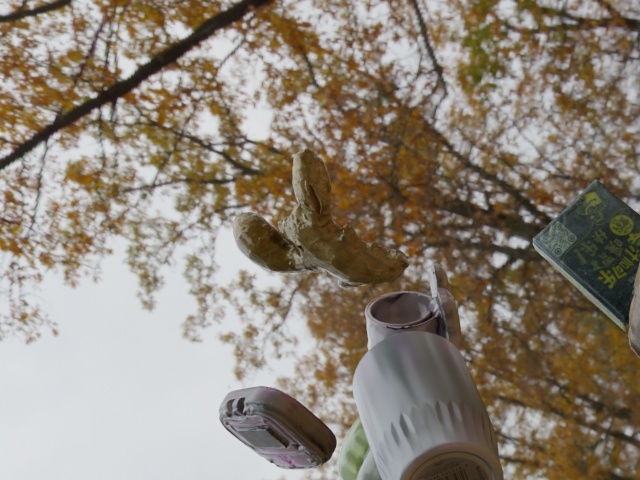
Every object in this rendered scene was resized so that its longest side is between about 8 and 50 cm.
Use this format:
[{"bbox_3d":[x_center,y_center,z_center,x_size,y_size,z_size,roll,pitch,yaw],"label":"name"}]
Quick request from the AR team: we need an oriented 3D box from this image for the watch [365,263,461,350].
[{"bbox_3d":[0.215,0.182,1.968,0.248,0.217,0.211,-95,0,-66],"label":"watch"}]

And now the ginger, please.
[{"bbox_3d":[-0.015,0.014,1.837,0.363,0.348,0.122,-41,2,36],"label":"ginger"}]

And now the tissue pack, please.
[{"bbox_3d":[0.577,0.027,1.633,0.185,0.257,0.081,-44,-29,2],"label":"tissue pack"}]

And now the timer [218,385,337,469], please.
[{"bbox_3d":[-0.081,0.340,1.478,0.191,0.208,0.069,43,-123,-18],"label":"timer"}]

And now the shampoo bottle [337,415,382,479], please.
[{"bbox_3d":[0.224,0.543,1.945,0.322,0.317,0.323,-30,-43,-33],"label":"shampoo bottle"}]

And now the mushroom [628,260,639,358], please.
[{"bbox_3d":[0.555,0.006,1.064,0.397,0.224,0.313,-53,-39,4],"label":"mushroom"}]

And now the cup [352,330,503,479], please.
[{"bbox_3d":[0.210,0.373,1.641,0.253,0.371,0.253,-3,-65,-5],"label":"cup"}]
